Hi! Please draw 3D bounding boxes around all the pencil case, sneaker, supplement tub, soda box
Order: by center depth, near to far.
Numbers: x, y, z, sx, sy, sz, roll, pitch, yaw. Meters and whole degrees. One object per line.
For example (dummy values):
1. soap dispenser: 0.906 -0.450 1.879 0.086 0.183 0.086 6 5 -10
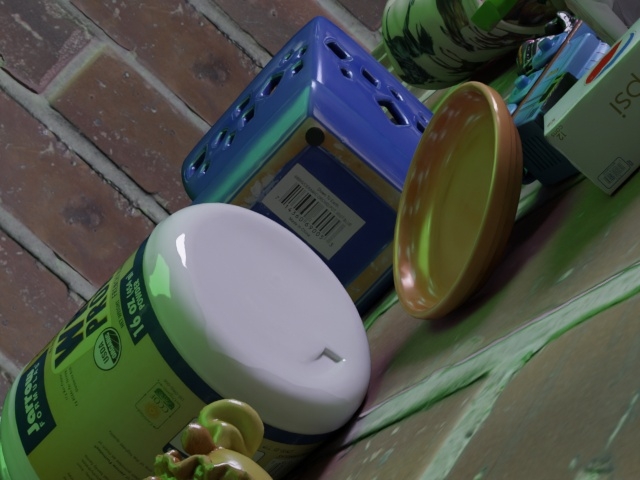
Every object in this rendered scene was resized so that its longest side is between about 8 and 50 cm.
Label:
1. soda box: 0.261 -0.137 1.313 0.216 0.069 0.074 -46 6 16
2. supplement tub: -0.132 0.144 1.543 0.316 0.228 0.228 -45 7 29
3. sneaker: 0.208 -0.147 1.676 0.072 0.077 0.178 -43 9 48
4. pencil case: 0.202 -0.306 2.291 0.183 0.160 0.410 -40 5 -14

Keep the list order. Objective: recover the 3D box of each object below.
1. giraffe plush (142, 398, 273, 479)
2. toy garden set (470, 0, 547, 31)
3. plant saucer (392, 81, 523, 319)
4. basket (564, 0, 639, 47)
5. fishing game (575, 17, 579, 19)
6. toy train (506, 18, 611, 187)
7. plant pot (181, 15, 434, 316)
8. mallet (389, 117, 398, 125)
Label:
1. giraffe plush: -0.041 0.188 0.936 0.210 0.170 0.181 -46 7 17
2. toy garden set: 0.240 -0.282 1.484 0.204 0.049 0.244 -49 0 -22
3. plant saucer: 0.115 -0.030 1.470 0.200 0.037 0.200 -166 90 -72
4. basket: 0.285 -0.218 1.439 0.167 0.113 0.103 -47 4 0
5. fishing game: 0.288 -0.239 1.869 0.264 0.041 0.189 -44 10 29
6. toy train: 0.211 -0.121 1.526 0.184 0.080 0.105 -52 16 -31
7. plant pot: 0.002 -0.052 1.830 0.236 0.236 0.212 -45 13 17
8. mallet: 0.084 -0.087 2.356 0.039 0.062 0.190 -51 -8 -36
